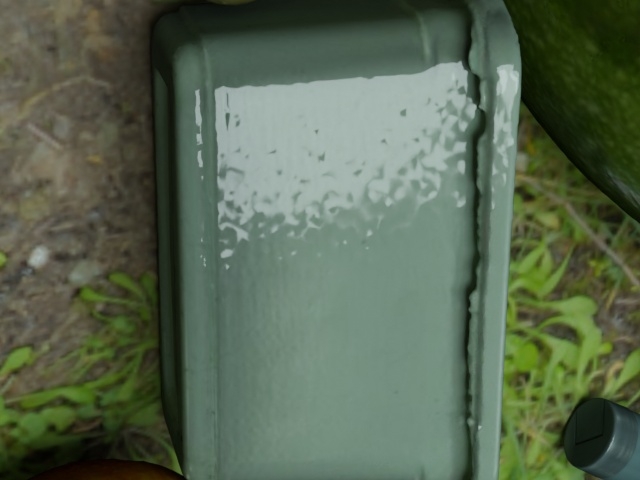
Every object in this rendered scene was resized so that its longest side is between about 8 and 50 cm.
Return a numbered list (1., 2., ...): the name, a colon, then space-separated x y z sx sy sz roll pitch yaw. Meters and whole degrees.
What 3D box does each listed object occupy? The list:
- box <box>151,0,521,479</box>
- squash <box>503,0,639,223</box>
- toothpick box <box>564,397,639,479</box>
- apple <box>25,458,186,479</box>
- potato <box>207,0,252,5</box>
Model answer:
1. box: 0.000 0.000 1.061 0.182 0.175 0.312 -4 110 -12
2. squash: 0.245 -0.138 1.035 0.309 0.310 0.310 30 95 -26
3. toothpick box: 0.214 0.145 1.258 0.083 0.052 0.052 25 97 -29
4. apple: -0.136 0.212 1.072 0.195 0.160 0.173 13 143 -35
5. potato: -0.041 -0.225 0.982 0.157 0.157 0.194 9 118 -25
